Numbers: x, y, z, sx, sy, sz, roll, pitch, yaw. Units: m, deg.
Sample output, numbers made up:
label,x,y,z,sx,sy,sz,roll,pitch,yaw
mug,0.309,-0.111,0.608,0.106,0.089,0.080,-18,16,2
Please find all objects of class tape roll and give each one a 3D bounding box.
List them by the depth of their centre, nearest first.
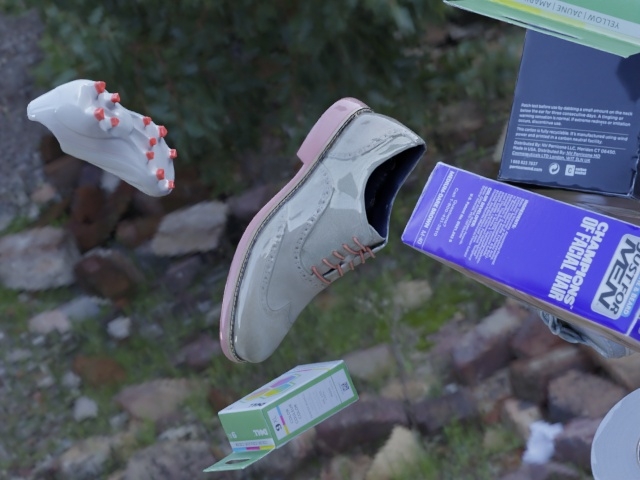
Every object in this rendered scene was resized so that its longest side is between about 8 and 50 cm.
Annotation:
label,x,y,z,sx,sy,sz,roll,pitch,yaw
tape roll,0.425,0.260,1.396,0.219,0.072,0.219,-14,41,13

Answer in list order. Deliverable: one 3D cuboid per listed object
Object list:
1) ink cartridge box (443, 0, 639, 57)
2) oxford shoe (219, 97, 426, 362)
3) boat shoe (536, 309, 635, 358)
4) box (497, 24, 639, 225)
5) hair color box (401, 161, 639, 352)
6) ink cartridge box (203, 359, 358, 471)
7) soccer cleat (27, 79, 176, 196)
label,x,y,z,sx,sy,sz,roll,pitch,yaw
ink cartridge box,0.228,-0.220,1.126,0.171,0.056,0.235,21,16,18
oxford shoe,0.000,0.000,1.637,0.146,0.140,0.397,26,87,30
boat shoe,0.291,0.060,1.651,0.103,0.118,0.320,-41,60,-7
box,0.403,-0.185,1.502,0.179,0.343,0.312,11,88,39
hair color box,0.263,0.031,1.264,0.339,0.185,0.110,22,87,53
ink cartridge box,-0.062,0.232,1.630,0.209,0.062,0.109,-27,6,-37
soccer cleat,-0.203,-0.097,1.175,0.076,0.196,0.068,-8,66,19
